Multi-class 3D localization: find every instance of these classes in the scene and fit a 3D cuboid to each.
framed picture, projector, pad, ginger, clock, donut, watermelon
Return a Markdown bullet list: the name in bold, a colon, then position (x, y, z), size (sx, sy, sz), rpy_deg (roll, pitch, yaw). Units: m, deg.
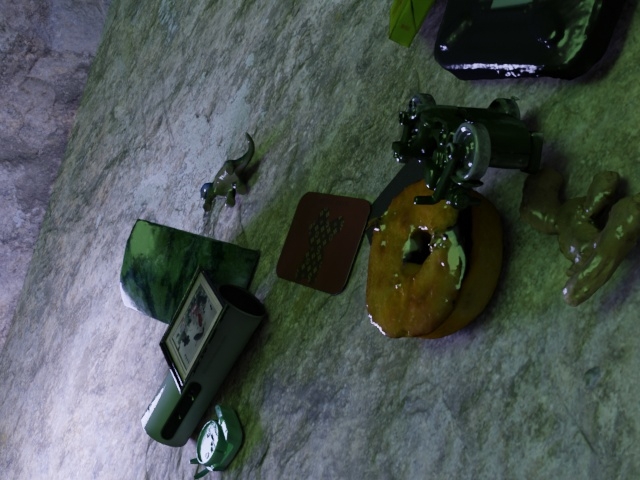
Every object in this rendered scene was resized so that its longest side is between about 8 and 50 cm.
- **framed picture**: position (-0.247, 0.166, 1.889), size (0.199, 0.010, 0.195), rpy_deg (-62, 29, 12)
- **projector**: position (-0.232, 0.247, 1.930), size (0.337, 0.108, 0.108), rpy_deg (-58, 31, 17)
- **pad**: position (0.000, 0.000, 1.814), size (0.267, 0.004, 0.181), rpy_deg (11, 81, 61)
- **ginger**: position (0.334, -0.035, 1.250), size (0.149, 0.065, 0.259), rpy_deg (-42, 27, 20)
- **pad**: position (0.143, -0.066, 1.629), size (0.211, 0.003, 0.143), rpy_deg (-50, 34, 28)
- **clock**: position (-0.198, 0.386, 1.849), size (0.135, 0.041, 0.101), rpy_deg (-59, 31, 16)
- **donut**: position (0.160, 0.027, 1.431), size (0.253, 0.118, 0.253), rpy_deg (-38, 39, 39)
- **watermelon**: position (-0.281, 0.067, 2.060), size (0.201, 0.261, 0.213), rpy_deg (-89, 20, -85)

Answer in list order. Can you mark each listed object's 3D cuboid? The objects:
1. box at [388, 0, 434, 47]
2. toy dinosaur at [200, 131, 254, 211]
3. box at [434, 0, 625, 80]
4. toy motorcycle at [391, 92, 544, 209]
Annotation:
- **box**: position (0.209, -0.504, 1.664), size (0.187, 0.047, 0.335), rpy_deg (-82, 18, -61)
- **toy dinosaur**: position (-0.209, -0.158, 2.200), size (0.248, 0.075, 0.188), rpy_deg (-61, 23, 24)
- **box**: position (0.331, -0.407, 1.456), size (0.350, 0.091, 0.359), rpy_deg (15, 85, 61)
- **toy motorcycle**: position (0.212, -0.127, 1.348), size (0.275, 0.205, 0.127), rpy_deg (-125, 40, -62)
